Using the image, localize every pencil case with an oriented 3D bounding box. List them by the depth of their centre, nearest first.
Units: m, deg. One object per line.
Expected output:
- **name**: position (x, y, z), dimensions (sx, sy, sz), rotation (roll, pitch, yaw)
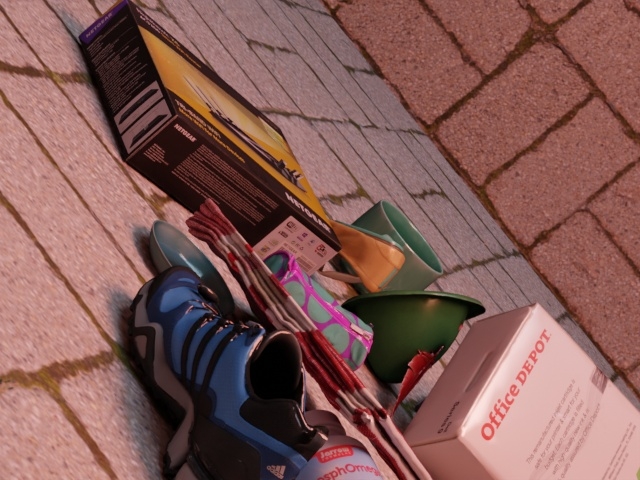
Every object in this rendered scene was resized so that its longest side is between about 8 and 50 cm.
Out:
- **pencil case**: position (-0.007, 0.078, 1.874), dimensions (0.151, 0.070, 0.064), rotation (42, 47, -26)

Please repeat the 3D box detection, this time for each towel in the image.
- **towel**: position (0.000, 0.122, 1.647), dimensions (0.329, 0.037, 0.237), rotation (49, -5, 39)

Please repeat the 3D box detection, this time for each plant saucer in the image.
- **plant saucer**: position (-0.131, 0.032, 1.685), dimensions (0.119, 0.021, 0.119), rotation (48, 13, -15)

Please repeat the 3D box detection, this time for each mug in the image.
- **mug**: position (0.078, 0.019, 2.269), dimensions (0.157, 0.097, 0.129), rotation (36, 19, -45)

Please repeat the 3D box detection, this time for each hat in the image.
- **hat**: position (0.103, 0.164, 2.045), dimensions (0.208, 0.173, 0.184), rotation (12, 70, -40)

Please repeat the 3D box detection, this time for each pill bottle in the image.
- **pill bottle**: position (0.017, 0.227, 1.488), dimensions (0.087, 0.087, 0.160), rotation (36, 19, -48)

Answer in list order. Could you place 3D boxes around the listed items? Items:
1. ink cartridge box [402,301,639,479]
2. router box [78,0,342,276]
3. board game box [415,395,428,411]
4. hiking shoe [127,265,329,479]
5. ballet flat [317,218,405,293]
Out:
- **ink cartridge box**: position (0.254, 0.245, 1.947), dimensions (0.289, 0.121, 0.211), rotation (47, 56, -16)
- **router box**: position (-0.126, -0.112, 1.977), dimensions (0.309, 0.081, 0.243), rotation (39, 17, -43)
- **board game box**: position (0.222, 0.193, 2.103), dimensions (0.141, 0.170, 0.048), rotation (38, 18, -45)
- **hiking shoe**: position (-0.069, 0.111, 1.420), dimensions (0.113, 0.132, 0.304), rotation (40, 16, -37)
- **ballet flat**: position (0.000, 0.000, 2.088), dimensions (0.232, 0.073, 0.080), rotation (25, -7, 42)
